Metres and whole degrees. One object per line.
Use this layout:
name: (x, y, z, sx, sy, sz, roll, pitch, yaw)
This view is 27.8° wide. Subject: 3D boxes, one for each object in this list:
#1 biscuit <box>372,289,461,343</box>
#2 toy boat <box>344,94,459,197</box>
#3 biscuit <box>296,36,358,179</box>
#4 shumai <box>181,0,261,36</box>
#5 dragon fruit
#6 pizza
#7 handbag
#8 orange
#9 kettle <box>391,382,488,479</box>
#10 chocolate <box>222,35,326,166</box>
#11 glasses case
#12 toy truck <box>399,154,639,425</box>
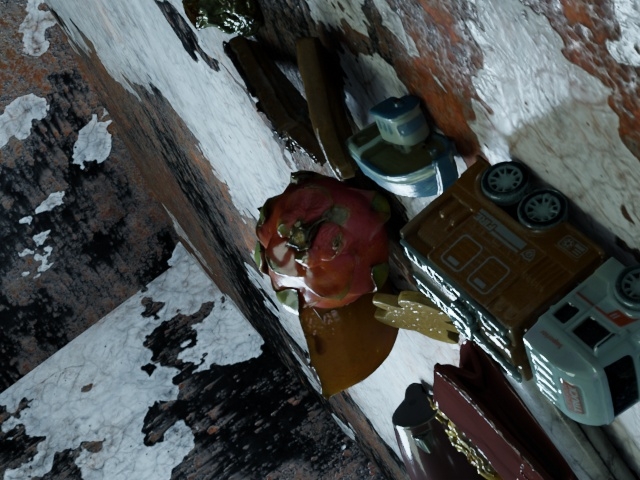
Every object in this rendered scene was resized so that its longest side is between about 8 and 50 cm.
biscuit: (0.156, 0.108, 1.961, 0.158, 0.035, 0.240, 16, 166, 2)
toy boat: (0.095, -0.115, 1.534, 0.215, 0.088, 0.102, 37, 157, 59)
biscuit: (0.009, -0.164, 1.677, 0.215, 0.034, 0.182, 50, -153, -71)
shumai: (-0.147, -0.331, 1.856, 0.124, 0.087, 0.099, 56, 167, -22)
dragon fruit: (0.001, 0.000, 1.963, 0.224, 0.224, 0.227, 47, 163, 29)
pizza: (0.254, 0.338, 2.254, 0.226, 0.069, 0.147, 51, -166, 11)
handbag: (0.289, 0.303, 2.049, 0.275, 0.084, 0.260, 48, 167, 21)
orange: (0.013, 0.131, 2.223, 0.274, 0.274, 0.310, 50, -148, 15)
kettle: (0.230, 0.397, 2.520, 0.202, 0.144, 0.232, -78, -34, -63)
chocolate: (-0.062, -0.207, 1.851, 0.102, 0.065, 0.329, 49, -175, -35)
glasses case: (0.357, 0.279, 1.749, 0.299, 0.060, 0.114, 54, 169, -8)
toy truck: (0.224, 0.057, 1.339, 0.305, 0.162, 0.136, 43, 165, 40)
